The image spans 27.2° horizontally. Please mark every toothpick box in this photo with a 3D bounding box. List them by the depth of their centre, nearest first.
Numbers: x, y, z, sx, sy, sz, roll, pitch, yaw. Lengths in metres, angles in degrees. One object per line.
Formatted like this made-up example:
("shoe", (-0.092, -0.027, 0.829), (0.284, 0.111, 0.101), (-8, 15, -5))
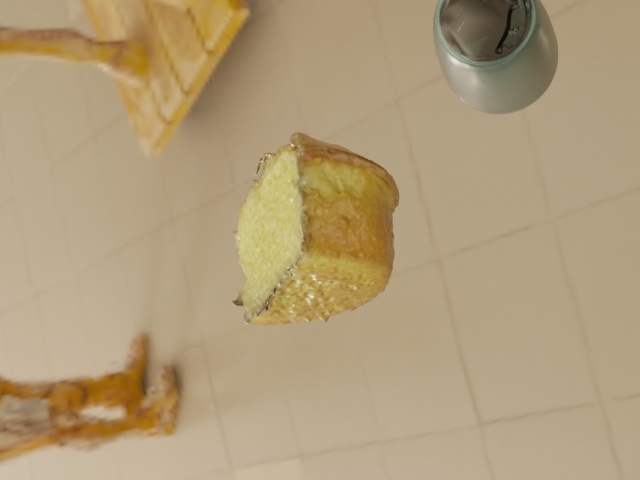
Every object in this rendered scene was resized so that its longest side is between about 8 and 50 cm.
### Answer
("toothpick box", (0.169, -0.197, 1.297), (0.120, 0.184, 0.120), (-1, 84, 13))

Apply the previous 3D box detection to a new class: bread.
("bread", (0.000, 0.000, 1.282), (0.229, 0.140, 0.143), (131, 143, -61))
